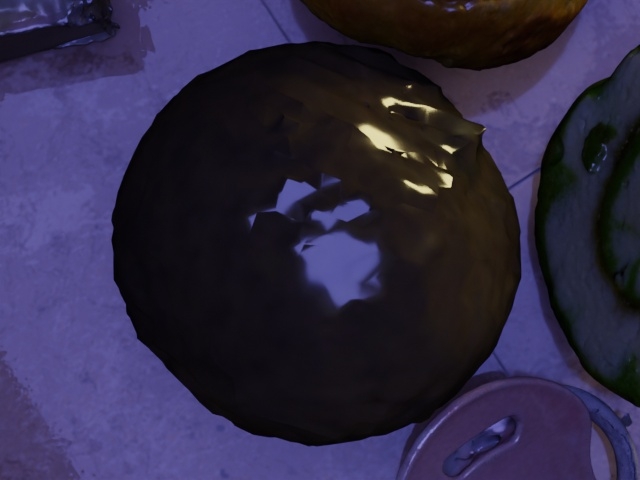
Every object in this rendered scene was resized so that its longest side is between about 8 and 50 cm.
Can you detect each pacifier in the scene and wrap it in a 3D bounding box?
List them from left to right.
[{"bbox_3d":[0.200,0.287,1.642,0.220,0.273,0.332,-15,118,17],"label":"pacifier"}]

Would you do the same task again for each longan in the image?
[{"bbox_3d":[0.000,0.000,1.606,0.391,0.391,0.391,0,87,4],"label":"longan"}]

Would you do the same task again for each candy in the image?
[{"bbox_3d":[-0.312,-0.260,1.741,0.195,0.185,0.137,-11,91,3],"label":"candy"}]

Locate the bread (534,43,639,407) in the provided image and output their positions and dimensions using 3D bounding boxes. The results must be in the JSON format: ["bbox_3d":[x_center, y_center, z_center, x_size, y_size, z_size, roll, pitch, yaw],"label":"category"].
[{"bbox_3d":[0.368,-0.016,1.604,0.382,0.129,0.366,34,111,46],"label":"bread"}]

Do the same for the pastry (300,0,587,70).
[{"bbox_3d":[0.109,-0.305,1.657,0.356,0.356,0.164,23,130,5],"label":"pastry"}]
